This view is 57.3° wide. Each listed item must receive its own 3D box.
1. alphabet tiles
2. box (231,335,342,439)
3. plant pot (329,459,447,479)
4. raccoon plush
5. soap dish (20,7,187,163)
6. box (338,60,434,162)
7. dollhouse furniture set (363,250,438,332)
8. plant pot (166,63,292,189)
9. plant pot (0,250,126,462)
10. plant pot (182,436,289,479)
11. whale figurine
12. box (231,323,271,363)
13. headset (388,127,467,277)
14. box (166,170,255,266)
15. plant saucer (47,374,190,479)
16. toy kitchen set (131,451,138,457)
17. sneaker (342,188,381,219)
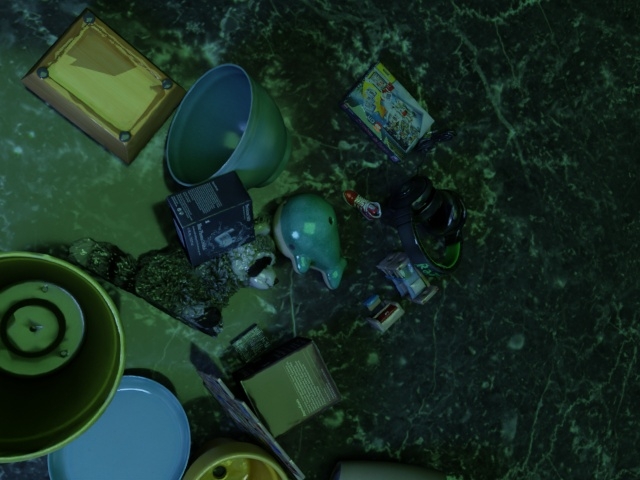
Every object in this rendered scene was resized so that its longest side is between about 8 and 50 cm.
[{"bbox_3d":[-0.163,0.440,1.379,0.011,0.285,0.343,-41,104,-25],"label":"alphabet tiles"},{"bbox_3d":[-0.087,0.362,1.456,0.203,0.168,0.167,-27,92,-17],"label":"box"},{"bbox_3d":[0.158,0.687,1.541,0.274,0.256,0.257,22,84,-3],"label":"plant pot"},{"bbox_3d":[-0.311,0.019,1.369,0.446,0.216,0.299,33,73,-17],"label":"raccoon plush"},{"bbox_3d":[-0.485,-0.355,1.333,0.291,0.118,0.229,39,79,-15],"label":"soap dish"},{"bbox_3d":[0.184,-0.351,1.613,0.233,0.044,0.159,43,77,-16],"label":"box"},{"bbox_3d":[0.195,0.139,1.582,0.183,0.129,0.129,-42,104,-14],"label":"dollhouse furniture set"},{"bbox_3d":[-0.193,-0.234,1.377,0.196,0.293,0.293,23,83,-46],"label":"plant pot"},{"bbox_3d":[-0.591,0.200,1.179,0.366,0.353,0.367,0,91,-21],"label":"plant pot"},{"bbox_3d":[-0.218,0.586,1.385,0.253,0.239,0.254,0,91,-20],"label":"plant pot"},{"bbox_3d":[0.000,0.000,1.489,0.272,0.141,0.216,53,42,-26],"label":"whale figurine"},{"bbox_3d":[-0.178,0.267,1.509,0.083,0.018,0.067,-37,103,-15],"label":"box"},{"bbox_3d":[0.309,-0.103,1.563,0.243,0.185,0.394,19,59,-42],"label":"headset"},{"bbox_3d":[-0.232,-0.045,1.263,0.158,0.156,0.093,-25,61,-18],"label":"box"},{"bbox_3d":[-0.454,0.473,1.340,0.317,0.044,0.318,1,67,-1],"label":"plant saucer"},{"bbox_3d":[-0.476,0.600,1.378,0.207,0.122,0.166,-35,103,-37],"label":"toy kitchen set"},{"bbox_3d":[0.116,-0.099,1.581,0.118,0.067,0.042,37,79,-17],"label":"sneaker"}]
